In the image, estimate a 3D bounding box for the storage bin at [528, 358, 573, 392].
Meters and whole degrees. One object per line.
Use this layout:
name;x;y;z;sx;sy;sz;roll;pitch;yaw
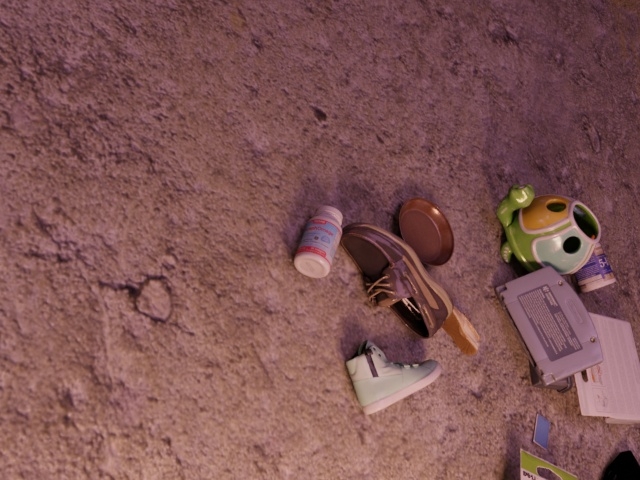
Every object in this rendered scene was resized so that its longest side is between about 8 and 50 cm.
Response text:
storage bin;0.633;0.353;1.858;0.091;0.098;0.135;4;65;-5

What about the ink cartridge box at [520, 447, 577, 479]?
ink cartridge box;0.525;0.665;1.604;0.188;0.097;0.255;28;46;-11

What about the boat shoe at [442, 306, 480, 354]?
boat shoe;0.358;0.217;1.730;0.170;0.063;0.059;57;46;-14

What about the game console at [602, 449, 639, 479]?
game console;0.912;0.799;1.884;0.213;0.044;0.361;-30;89;-41

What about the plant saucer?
plant saucer;0.277;-0.019;1.790;0.198;0.036;0.199;16;60;-30

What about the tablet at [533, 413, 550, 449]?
tablet;0.598;0.517;1.804;0.054;0.006;0.083;36;53;-19

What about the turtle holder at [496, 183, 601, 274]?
turtle holder;0.671;-0.044;1.968;0.243;0.227;0.320;-30;89;-41

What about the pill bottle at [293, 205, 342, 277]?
pill bottle;0.000;0.000;1.541;0.087;0.087;0.160;34;53;-20

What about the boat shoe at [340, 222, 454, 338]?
boat shoe;0.179;0.100;1.601;0.355;0.132;0.130;41;51;-13

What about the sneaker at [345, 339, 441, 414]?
sneaker;0.170;0.283;1.535;0.255;0.094;0.151;-16;77;-41

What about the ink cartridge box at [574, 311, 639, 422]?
ink cartridge box;0.814;0.374;1.961;0.384;0.091;0.308;13;63;-36

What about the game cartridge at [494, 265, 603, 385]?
game cartridge;0.636;0.227;1.837;0.198;0.062;0.297;-19;67;-7

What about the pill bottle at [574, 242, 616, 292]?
pill bottle;0.854;0.063;2.133;0.112;0.112;0.187;-12;77;-39
